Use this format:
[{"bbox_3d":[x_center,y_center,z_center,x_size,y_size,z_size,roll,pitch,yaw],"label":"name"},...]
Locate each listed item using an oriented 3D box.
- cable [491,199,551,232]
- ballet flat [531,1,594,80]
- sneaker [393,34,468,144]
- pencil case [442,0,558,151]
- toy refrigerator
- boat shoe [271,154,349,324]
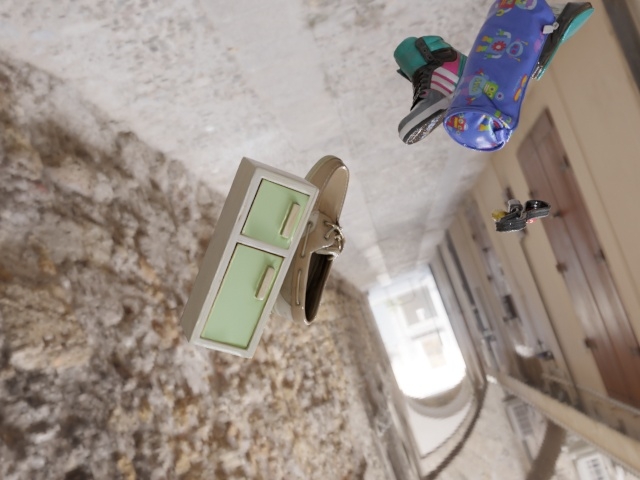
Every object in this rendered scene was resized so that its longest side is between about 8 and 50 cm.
[{"bbox_3d":[0.471,-0.044,1.808,0.139,0.072,0.287,2,-164,12],"label":"cable"},{"bbox_3d":[0.491,-0.451,1.652,0.280,0.096,0.095,-47,170,-33],"label":"ballet flat"},{"bbox_3d":[0.211,-0.332,1.614,0.295,0.178,0.124,-41,174,-38],"label":"sneaker"},{"bbox_3d":[0.329,-0.309,1.394,0.133,0.306,0.119,14,159,31],"label":"pencil case"},{"bbox_3d":[-0.105,0.026,1.123,0.102,0.270,0.094,19,-172,-23],"label":"toy refrigerator"},{"bbox_3d":[0.000,0.000,1.547,0.110,0.341,0.121,19,-178,37],"label":"boat shoe"}]
